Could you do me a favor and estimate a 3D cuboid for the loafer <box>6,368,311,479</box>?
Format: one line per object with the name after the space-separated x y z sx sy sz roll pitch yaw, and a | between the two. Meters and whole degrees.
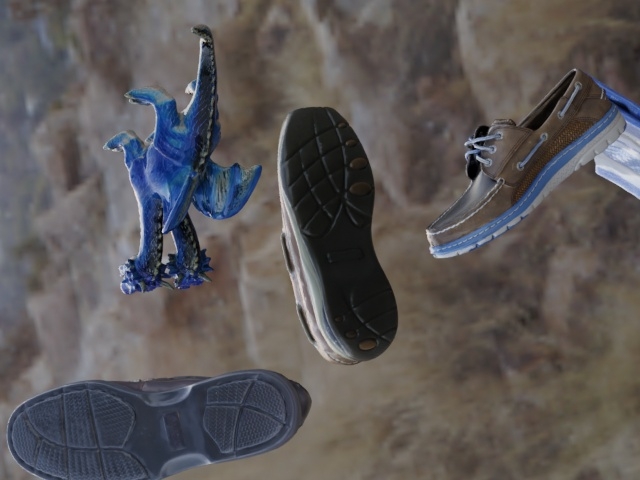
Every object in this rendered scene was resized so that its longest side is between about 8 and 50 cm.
-0.153 0.182 1.542 0.095 0.303 0.109 5 -103 -73 | loafer

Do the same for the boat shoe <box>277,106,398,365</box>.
0.000 0.000 1.929 0.120 0.123 0.324 141 123 -60 | boat shoe

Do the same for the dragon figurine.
-0.110 -0.060 1.348 0.289 0.085 0.144 -49 61 48 | dragon figurine

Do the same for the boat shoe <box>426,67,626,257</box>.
0.141 -0.059 1.176 0.066 0.183 0.066 55 163 -13 | boat shoe

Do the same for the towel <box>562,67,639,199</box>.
0.405 -0.099 1.967 0.209 0.034 0.285 36 174 27 | towel
